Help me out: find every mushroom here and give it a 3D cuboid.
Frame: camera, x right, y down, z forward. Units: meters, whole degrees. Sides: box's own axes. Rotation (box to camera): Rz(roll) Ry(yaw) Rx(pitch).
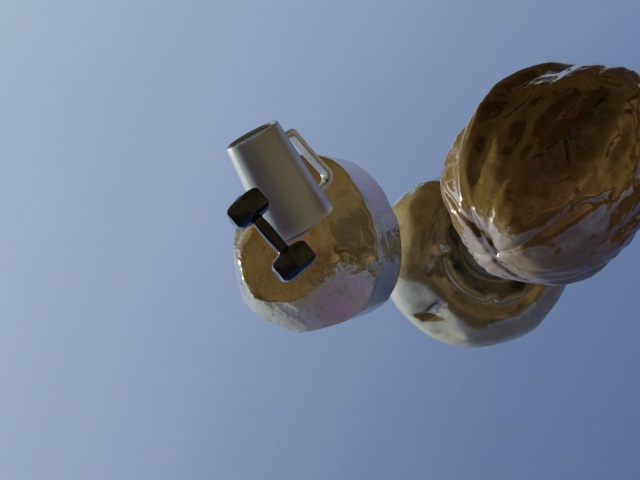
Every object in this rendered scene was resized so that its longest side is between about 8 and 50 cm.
[{"bbox_3d":[0.259,0.021,1.966,0.315,0.314,0.336,-22,-179,-8],"label":"mushroom"}]

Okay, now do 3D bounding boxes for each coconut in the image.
[{"bbox_3d":[0.000,0.000,1.603,0.197,0.236,0.236,-12,-143,25],"label":"coconut"}]

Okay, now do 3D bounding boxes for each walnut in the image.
[{"bbox_3d":[0.248,-0.075,1.336,0.225,0.225,0.261,18,-121,35],"label":"walnut"}]

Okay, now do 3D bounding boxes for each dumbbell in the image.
[{"bbox_3d":[-0.042,-0.005,1.073,0.040,0.083,0.036,-42,178,22],"label":"dumbbell"}]

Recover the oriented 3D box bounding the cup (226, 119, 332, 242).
[{"bbox_3d":[-0.034,-0.067,1.326,0.104,0.116,0.074,-37,-166,-36],"label":"cup"}]
